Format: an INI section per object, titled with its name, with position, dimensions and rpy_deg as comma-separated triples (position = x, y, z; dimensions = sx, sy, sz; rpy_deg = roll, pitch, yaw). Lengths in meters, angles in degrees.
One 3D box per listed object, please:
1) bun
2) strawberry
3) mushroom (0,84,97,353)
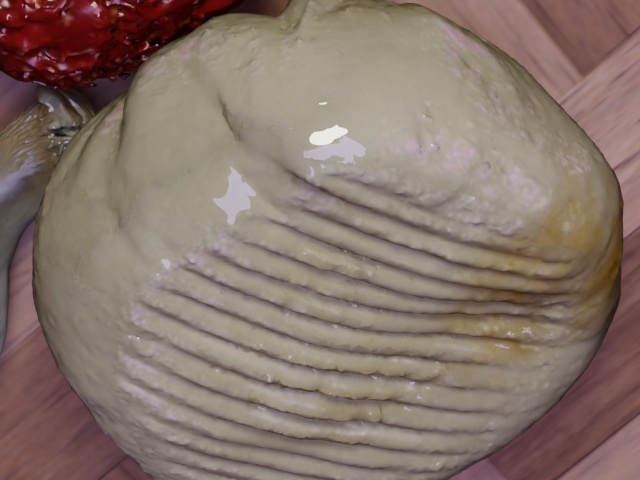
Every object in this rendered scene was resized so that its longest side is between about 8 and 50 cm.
[bun]
position = 0.000, 0.000, 1.007
dimensions = 0.365, 0.219, 0.365
rpy_deg = -5, 137, -5
[strawberry]
position = -0.122, -0.183, 0.973
dimensions = 0.201, 0.187, 0.184
rpy_deg = 2, 140, -5
[mushroom]
position = -0.216, -0.004, 1.064
dimensions = 0.092, 0.081, 0.223
rpy_deg = 32, 100, 5
